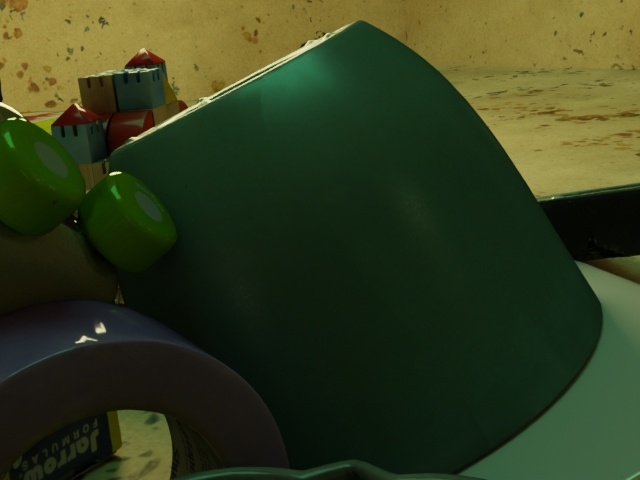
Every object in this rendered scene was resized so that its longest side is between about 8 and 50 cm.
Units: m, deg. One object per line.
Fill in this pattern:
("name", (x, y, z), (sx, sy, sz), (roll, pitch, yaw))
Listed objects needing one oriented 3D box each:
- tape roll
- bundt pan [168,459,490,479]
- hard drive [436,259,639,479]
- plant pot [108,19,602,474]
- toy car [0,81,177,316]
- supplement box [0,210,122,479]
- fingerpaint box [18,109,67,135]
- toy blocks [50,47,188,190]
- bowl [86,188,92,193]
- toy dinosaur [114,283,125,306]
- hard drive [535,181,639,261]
("tape roll", (-0.114, 0.128, 0.459), (0.189, 0.189, 0.080), (-14, 16, -29))
("bundt pan", (-0.021, 0.200, 0.287), (0.331, 0.124, 0.331), (-4, 15, 1))
("hard drive", (0.133, 0.097, 0.593), (0.210, 0.040, 0.318), (-29, 12, -4))
("plant pot", (0.000, 0.000, 0.629), (0.293, 0.235, 0.293), (-26, 11, 6))
("toy car", (-0.196, -0.033, 0.514), (0.155, 0.188, 0.149), (-38, -28, 12))
("supplement box", (-0.354, 0.082, 0.710), (0.356, 0.195, 0.194), (4, 18, 31))
("fingerpaint box", (-0.494, -0.091, 1.470), (0.371, 0.163, 0.445), (1, 16, 21))
("toy blocks", (-0.247, -0.120, 1.296), (0.191, 0.261, 0.381), (-2, 16, 13))
("bowl", (-0.276, 0.007, 1.041), (0.053, 0.142, 0.142), (42, 54, 20))
("toy dinosaur", (-0.132, 0.037, 0.932), (0.322, 0.164, 0.218), (5, 25, 0))
("hard drive", (0.224, -0.011, 0.937), (0.237, 0.064, 0.339), (-8, -1, -11))
